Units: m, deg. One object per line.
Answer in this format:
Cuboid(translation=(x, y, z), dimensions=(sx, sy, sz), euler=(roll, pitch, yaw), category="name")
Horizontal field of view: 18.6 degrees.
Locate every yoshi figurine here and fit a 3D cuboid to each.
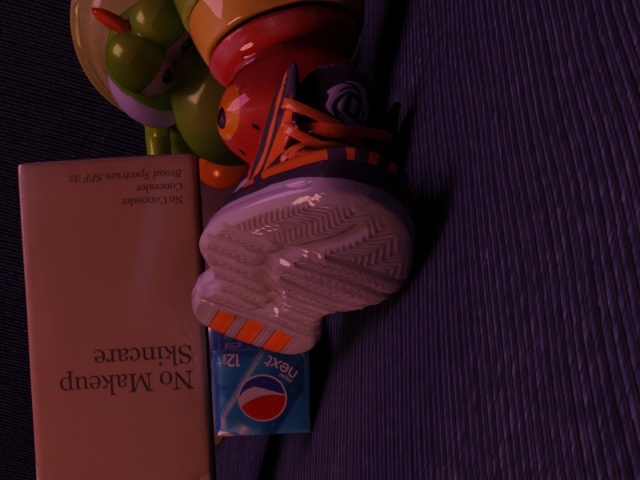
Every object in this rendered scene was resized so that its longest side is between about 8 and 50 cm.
Cuboid(translation=(-0.082, -0.120, 1.743), dimensions=(0.362, 0.203, 0.204), euler=(22, -115, -79), category="yoshi figurine")

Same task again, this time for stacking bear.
Cuboid(translation=(-0.040, -0.179, 1.522), dimensions=(0.175, 0.164, 0.289), euler=(-47, 52, 53), category="stacking bear")

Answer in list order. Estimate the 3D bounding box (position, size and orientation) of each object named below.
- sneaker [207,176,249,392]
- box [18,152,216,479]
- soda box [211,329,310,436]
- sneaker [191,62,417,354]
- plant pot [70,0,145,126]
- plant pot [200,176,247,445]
Cuboid(translation=(-0.054, 0.022, 1.670), dimensions=(0.115, 0.090, 0.232), euler=(125, 158, -60), category="sneaker")
Cuboid(translation=(-0.159, 0.088, 1.570), dimensions=(0.121, 0.148, 0.311), euler=(-150, 55, -86), category="box")
Cuboid(translation=(-0.048, 0.084, 1.493), dimensions=(0.210, 0.071, 0.067), euler=(-104, 13, -75), category="soda box")
Cuboid(translation=(-0.003, -0.047, 1.268), dimensions=(0.321, 0.124, 0.180), euler=(142, 148, -69), category="sneaker")
Cuboid(translation=(-0.135, -0.213, 2.205), dimensions=(0.254, 0.276, 0.276), euler=(-115, 39, -62), category="plant pot")
Cuboid(translation=(-0.164, 0.053, 2.033), dimensions=(0.284, 0.191, 0.284), euler=(-165, 90, -84), category="plant pot")
